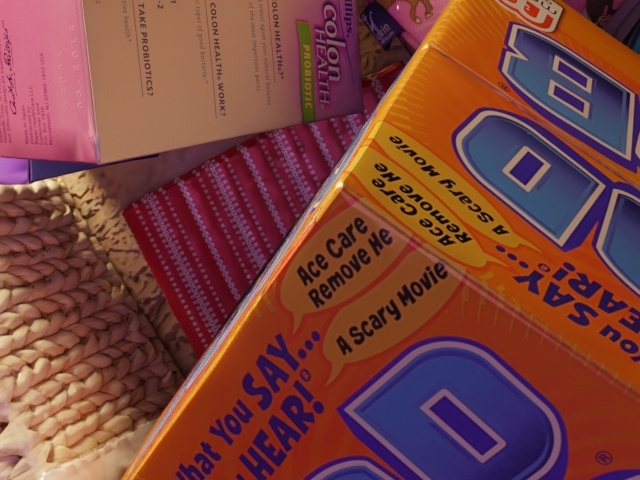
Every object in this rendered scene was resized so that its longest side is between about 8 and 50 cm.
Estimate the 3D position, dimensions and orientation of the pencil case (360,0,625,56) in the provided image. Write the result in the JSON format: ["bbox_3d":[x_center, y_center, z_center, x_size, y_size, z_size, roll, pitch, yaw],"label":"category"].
[{"bbox_3d":[0.186,-0.276,1.058,0.167,0.160,0.386,30,105,-29],"label":"pencil case"}]

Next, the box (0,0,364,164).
[{"bbox_3d":[-0.099,-0.175,1.003,0.117,0.243,0.213,7,106,45],"label":"box"}]

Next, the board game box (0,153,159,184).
[{"bbox_3d":[-0.203,-0.224,1.101,0.078,0.233,0.347,1,98,16],"label":"board game box"}]

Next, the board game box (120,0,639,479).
[{"bbox_3d":[0.117,0.110,0.927,0.357,0.356,0.356,34,124,-2],"label":"board game box"}]

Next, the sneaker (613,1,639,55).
[{"bbox_3d":[0.309,-0.192,1.066,0.107,0.110,0.275,37,103,5],"label":"sneaker"}]

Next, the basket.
[{"bbox_3d":[-0.310,0.140,1.129,0.328,0.331,0.266,-31,89,14],"label":"basket"}]

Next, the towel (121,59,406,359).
[{"bbox_3d":[0.000,0.000,1.198,0.275,0.031,0.198,-26,94,16],"label":"towel"}]
